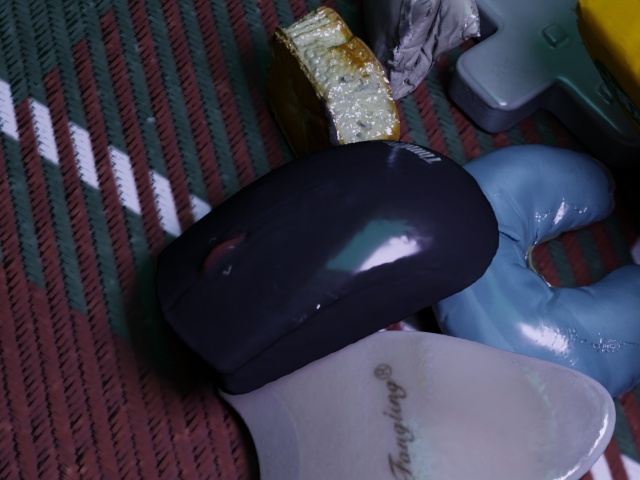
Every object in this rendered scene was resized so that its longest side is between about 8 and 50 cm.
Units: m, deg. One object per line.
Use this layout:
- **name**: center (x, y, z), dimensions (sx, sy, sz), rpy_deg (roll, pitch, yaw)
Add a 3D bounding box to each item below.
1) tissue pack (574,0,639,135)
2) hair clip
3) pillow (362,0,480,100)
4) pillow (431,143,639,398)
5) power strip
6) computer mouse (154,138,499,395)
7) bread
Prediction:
- **tissue pack**: center (0.406, -0.066, 1.227), dimensions (0.228, 0.293, 0.382), rpy_deg (-40, 48, 11)
- **hair clip**: center (0.072, 0.155, 1.209), dimensions (0.282, 0.113, 0.173), rpy_deg (-1, 59, -9)
- **pillow**: center (0.081, -0.229, 1.436), dimensions (0.077, 0.134, 0.181), rpy_deg (11, 56, -20)
- **pillow**: center (0.187, 0.027, 1.327), dimensions (0.214, 0.086, 0.233), rpy_deg (-17, 65, -23)
- **power strip**: center (0.204, -0.170, 1.465), dimensions (0.193, 0.059, 0.265), rpy_deg (-33, 70, -26)
- **computer mouse**: center (0.000, 0.000, 1.238), dimensions (0.269, 0.100, 0.170), rpy_deg (-27, 35, -5)
- **bread**: center (0.010, -0.116, 1.357), dimensions (0.069, 0.128, 0.140), rpy_deg (-23, 62, -17)
